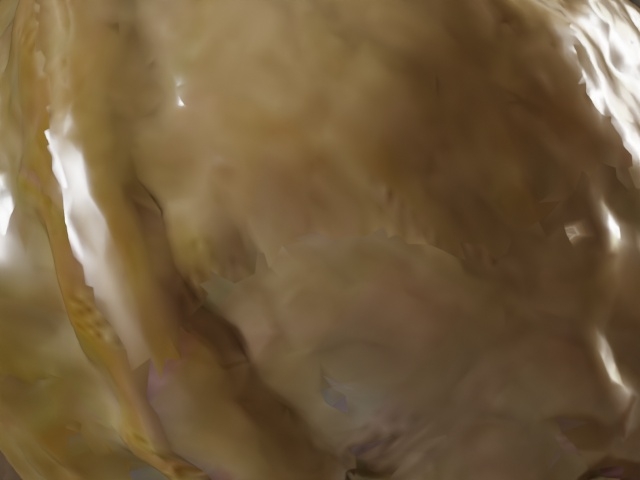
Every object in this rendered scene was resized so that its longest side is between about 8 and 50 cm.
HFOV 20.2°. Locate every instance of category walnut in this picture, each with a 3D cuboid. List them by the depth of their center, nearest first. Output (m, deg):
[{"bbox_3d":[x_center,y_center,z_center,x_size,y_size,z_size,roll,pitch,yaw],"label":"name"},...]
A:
[{"bbox_3d":[0.001,-0.003,0.713,0.344,0.306,0.306,50,38,-37],"label":"walnut"}]
